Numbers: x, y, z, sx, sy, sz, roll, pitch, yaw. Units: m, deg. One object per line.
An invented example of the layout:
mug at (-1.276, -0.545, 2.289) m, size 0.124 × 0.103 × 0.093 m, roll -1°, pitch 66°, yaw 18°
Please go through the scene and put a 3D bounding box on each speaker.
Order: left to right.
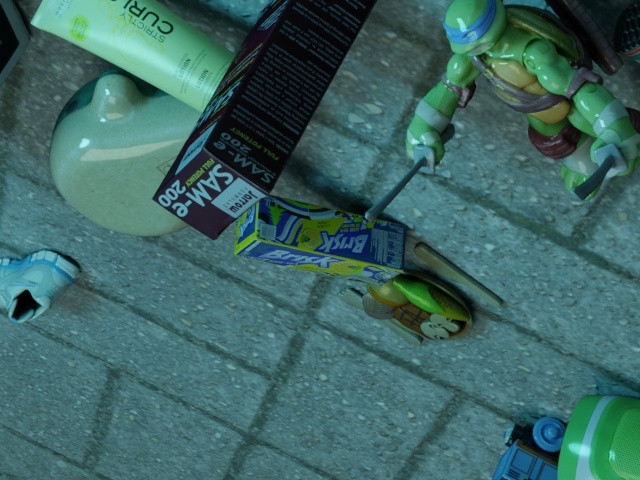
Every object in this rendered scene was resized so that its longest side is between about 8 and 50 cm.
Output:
speaker at (0.407, 0.252, 2.079) m, size 0.297 × 0.131 × 0.131 m, roll 14°, pitch 149°, yaw 22°

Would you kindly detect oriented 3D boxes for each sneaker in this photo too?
sneaker at (-0.380, 0.068, 2.481) m, size 0.071 × 0.083 × 0.191 m, roll 38°, pitch 151°, yaw -22°
sneaker at (0.312, -0.169, 1.562) m, size 0.075 × 0.057 × 0.161 m, roll 26°, pitch 155°, yaw -34°

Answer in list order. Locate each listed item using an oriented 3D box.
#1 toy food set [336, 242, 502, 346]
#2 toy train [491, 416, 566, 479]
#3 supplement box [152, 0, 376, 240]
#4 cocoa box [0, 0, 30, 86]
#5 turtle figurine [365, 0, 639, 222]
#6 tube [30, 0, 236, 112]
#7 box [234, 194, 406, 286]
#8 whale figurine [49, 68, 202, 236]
toy food set at (0.101, 0.075, 2.137) m, size 0.132 × 0.038 × 0.192 m, roll 34°, pitch 151°, yaw -13°
toy train at (0.284, 0.279, 2.248) m, size 0.184 × 0.105 × 0.080 m, roll 28°, pitch 152°, yaw -1°
supplement box at (-0.046, -0.128, 1.718) m, size 0.073 × 0.239 × 0.130 m, roll 33°, pitch 150°, yaw -11°
cocoa box at (-0.487, -0.163, 1.915) m, size 0.228 × 0.347 × 0.231 m, roll 14°, pitch 149°, yaw 23°
turtle figurine at (0.177, -0.071, 1.626) m, size 0.198 × 0.274 × 0.266 m, roll -31°, pitch 143°, yaw 31°
tube at (-0.158, -0.183, 1.845) m, size 0.240 × 0.070 × 0.062 m, roll 33°, pitch 150°, yaw 14°
box at (0.000, 0.000, 2.023) m, size 0.169 × 0.054 × 0.059 m, roll 13°, pitch 157°, yaw -22°
whale figurine at (-0.142, -0.117, 1.965) m, size 0.272 × 0.141 × 0.216 m, roll -27°, pitch 132°, yaw 28°
